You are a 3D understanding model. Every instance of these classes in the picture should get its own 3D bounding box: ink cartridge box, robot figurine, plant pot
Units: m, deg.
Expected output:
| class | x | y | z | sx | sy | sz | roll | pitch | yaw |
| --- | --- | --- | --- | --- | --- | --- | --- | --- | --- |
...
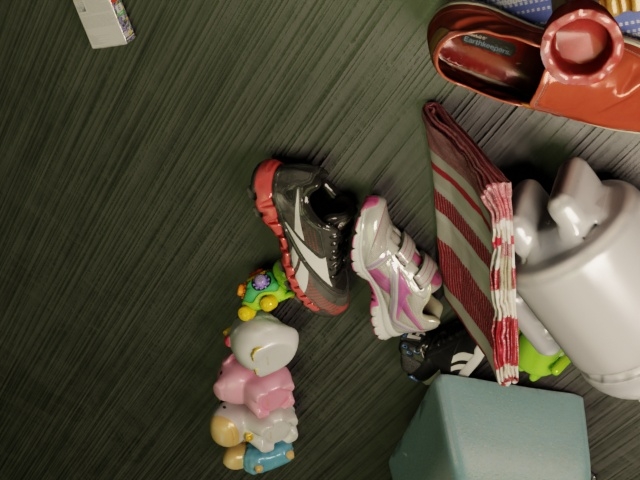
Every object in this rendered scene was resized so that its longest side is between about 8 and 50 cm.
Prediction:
| class | x | y | z | sx | sy | sz | roll | pitch | yaw |
| --- | --- | --- | --- | --- | --- | --- | --- | --- | --- |
| ink cartridge box | -0.312 | -0.331 | 1.484 | 0.062 | 0.029 | 0.115 | -2 | 123 | 26 |
| robot figurine | 0.380 | 0.064 | 1.363 | 0.300 | 0.200 | 0.353 | -24 | 112 | 41 |
| robot figurine | 0.326 | 0.153 | 1.543 | 0.101 | 0.067 | 0.115 | 42 | 139 | 30 |
| plant pot | 0.263 | 0.388 | 1.580 | 0.247 | 0.252 | 0.247 | 10 | 132 | -12 |

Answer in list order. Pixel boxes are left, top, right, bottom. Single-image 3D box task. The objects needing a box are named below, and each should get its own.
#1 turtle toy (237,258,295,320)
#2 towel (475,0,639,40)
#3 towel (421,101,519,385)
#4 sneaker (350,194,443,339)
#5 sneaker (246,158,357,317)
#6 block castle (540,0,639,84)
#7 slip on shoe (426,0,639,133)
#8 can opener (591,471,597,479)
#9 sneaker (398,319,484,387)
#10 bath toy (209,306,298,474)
| class | x | y | z | sx | sy | sz | roll | pitch | yaw |
| --- | --- | --- | --- | --- | --- | --- | --- | --- | --- |
| turtle toy | -0.078 | 0.072 | 1.655 | 0.130 | 0.095 | 0.066 | -26 | 90 | 36 |
| towel | 0.276 | -0.352 | 1.210 | 0.243 | 0.040 | 0.336 | -7 | 124 | 26 |
| towel | 0.197 | 0.007 | 1.400 | 0.037 | 0.237 | 0.329 | -16 | 125 | -8 |
| sneaker | 0.119 | 0.037 | 1.535 | 0.111 | 0.103 | 0.252 | -3 | 130 | 21 |
| sneaker | 0.000 | 0.000 | 1.551 | 0.135 | 0.098 | 0.276 | -6 | 121 | 30 |
| block castle | 0.322 | -0.392 | 0.999 | 0.302 | 0.213 | 0.453 | -11 | 121 | 17 |
| slip on shoe | 0.280 | -0.193 | 1.243 | 0.331 | 0.101 | 0.123 | 19 | 129 | 4 |
| can opener | 0.428 | 0.455 | 1.740 | 0.073 | 0.059 | 0.186 | 30 | 127 | 37 |
| sneaker | 0.186 | 0.153 | 1.597 | 0.121 | 0.079 | 0.217 | 26 | 132 | 3 |
| bath toy | -0.117 | 0.248 | 1.783 | 0.151 | 0.129 | 0.348 | -14 | 134 | -21 |
